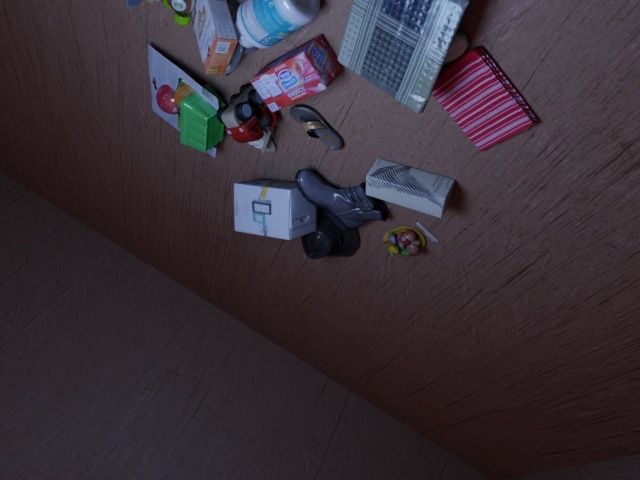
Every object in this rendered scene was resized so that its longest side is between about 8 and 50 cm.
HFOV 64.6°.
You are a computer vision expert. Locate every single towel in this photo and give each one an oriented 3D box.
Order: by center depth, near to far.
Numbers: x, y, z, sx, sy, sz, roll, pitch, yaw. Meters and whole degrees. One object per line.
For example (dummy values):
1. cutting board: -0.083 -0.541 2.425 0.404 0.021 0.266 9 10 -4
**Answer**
1. towel: 0.200 -0.534 1.303 0.312 0.056 0.324 39 139 18
2. towel: 0.438 -0.380 1.398 0.275 0.031 0.199 44 145 -16

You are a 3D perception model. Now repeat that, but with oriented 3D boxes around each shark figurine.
1. shark figurine: -0.266 -0.606 1.636 0.166 0.116 0.278 60 144 22

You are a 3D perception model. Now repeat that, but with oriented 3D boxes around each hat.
1. hat: 0.000 0.000 2.138 0.332 0.133 0.331 21 144 16

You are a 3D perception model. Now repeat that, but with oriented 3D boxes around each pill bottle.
1. pill bottle: -0.137 -0.642 1.437 0.264 0.146 0.146 -9 128 46

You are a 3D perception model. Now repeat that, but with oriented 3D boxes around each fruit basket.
1. fruit basket: -0.515 -0.522 1.926 0.353 0.165 0.327 43 148 14

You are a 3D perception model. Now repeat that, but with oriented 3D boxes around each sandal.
1. sandal: -0.018 -0.380 1.741 0.219 0.060 0.090 42 145 -13

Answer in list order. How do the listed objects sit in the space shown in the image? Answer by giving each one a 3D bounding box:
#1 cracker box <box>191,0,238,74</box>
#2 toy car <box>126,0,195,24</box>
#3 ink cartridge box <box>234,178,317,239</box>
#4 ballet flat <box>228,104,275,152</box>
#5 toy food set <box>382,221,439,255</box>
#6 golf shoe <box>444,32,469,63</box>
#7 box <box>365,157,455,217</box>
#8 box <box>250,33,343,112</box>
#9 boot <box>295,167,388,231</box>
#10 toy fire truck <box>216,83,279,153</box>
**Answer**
1. cracker box: -0.326 -0.645 1.538 0.156 0.067 0.232 -45 57 55
2. toy car: -0.488 -0.748 1.525 0.148 0.189 0.155 56 145 16
3. ink cartridge box: -0.174 -0.130 2.000 0.270 0.198 0.196 10 107 30
4. ballet flat: -0.262 -0.409 1.886 0.086 0.086 0.248 -6 130 44
5. toy food set: 0.327 0.013 1.941 0.128 0.071 0.218 46 144 -18
6. golf shoe: 0.306 -0.479 1.333 0.176 0.086 0.069 -15 122 47
7. box: 0.296 -0.178 1.695 0.276 0.113 0.094 18 142 19
8. box: -0.077 -0.512 1.568 0.257 0.122 0.128 -9 128 45
9. boot: 0.086 -0.178 1.884 0.338 0.118 0.223 38 144 -27
10. toy fire truck: -0.223 -0.396 1.749 0.159 0.217 0.246 0 135 38
